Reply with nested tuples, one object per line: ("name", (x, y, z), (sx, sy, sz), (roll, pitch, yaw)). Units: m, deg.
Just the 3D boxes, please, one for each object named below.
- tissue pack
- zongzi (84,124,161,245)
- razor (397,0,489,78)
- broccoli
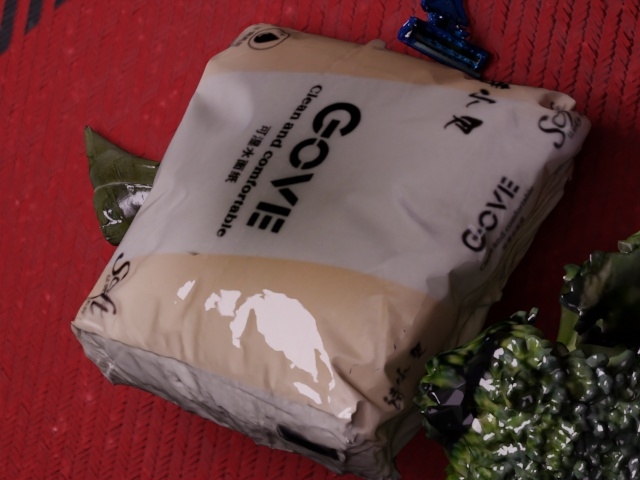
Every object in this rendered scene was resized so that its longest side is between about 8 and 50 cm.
("tissue pack", (0.000, 0.000, 1.479), (0.390, 0.195, 0.375), (14, 67, 32))
("zongzi", (-0.152, -0.074, 1.645), (0.154, 0.062, 0.130), (-18, 69, 14))
("razor", (0.160, -0.312, 1.532), (0.056, 0.093, 0.324), (27, 95, 57))
("broccoli", (0.227, 0.159, 1.341), (0.277, 0.338, 0.317), (6, 78, 21))
